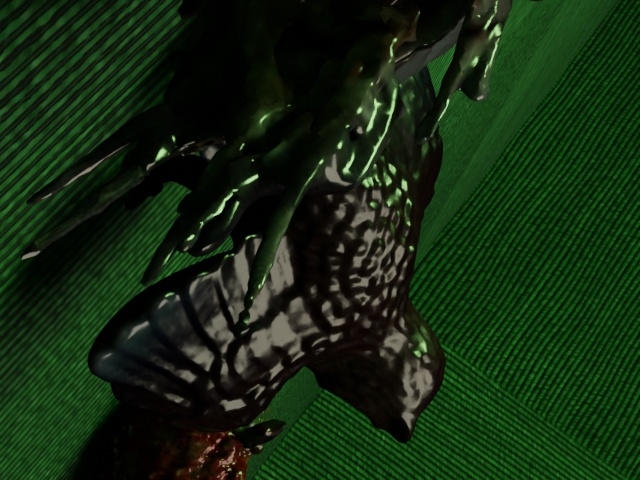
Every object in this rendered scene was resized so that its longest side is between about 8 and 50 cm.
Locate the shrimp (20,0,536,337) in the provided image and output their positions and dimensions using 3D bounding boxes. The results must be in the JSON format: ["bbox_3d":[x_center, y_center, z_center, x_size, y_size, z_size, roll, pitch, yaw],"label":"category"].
[{"bbox_3d":[0.016,-0.098,0.492,0.343,0.116,0.145,-58,177,-44],"label":"shrimp"}]

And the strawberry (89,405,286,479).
[{"bbox_3d":[-0.093,0.136,1.040,0.192,0.085,0.140,-16,-130,67],"label":"strawberry"}]

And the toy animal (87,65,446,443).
[{"bbox_3d":[0.004,0.006,0.678,0.116,0.179,0.218,-18,-151,54],"label":"toy animal"}]
